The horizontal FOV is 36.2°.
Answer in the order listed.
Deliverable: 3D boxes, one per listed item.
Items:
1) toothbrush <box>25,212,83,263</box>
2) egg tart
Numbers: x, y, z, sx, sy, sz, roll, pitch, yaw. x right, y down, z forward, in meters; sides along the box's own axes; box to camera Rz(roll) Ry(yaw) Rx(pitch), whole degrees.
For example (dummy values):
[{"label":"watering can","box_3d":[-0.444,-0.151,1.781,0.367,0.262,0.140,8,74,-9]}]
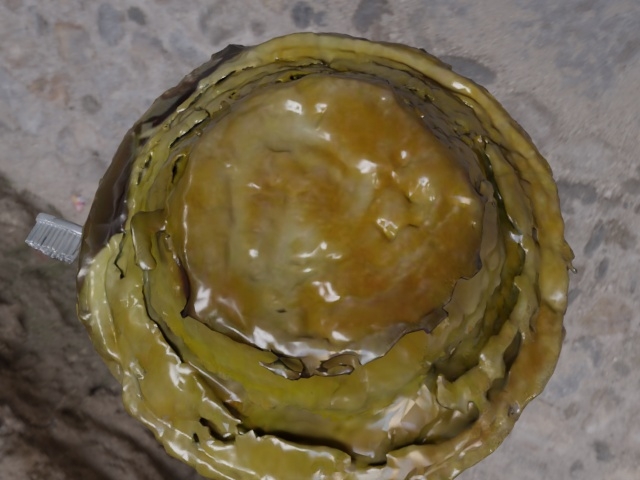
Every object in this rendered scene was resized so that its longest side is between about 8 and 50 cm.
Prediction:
[{"label":"toothbrush","box_3d":[-0.062,0.023,0.526,0.257,0.024,0.018,15,157,27]},{"label":"egg tart","box_3d":[0.000,0.000,0.443,0.241,0.106,0.241,-1,72,3]}]
